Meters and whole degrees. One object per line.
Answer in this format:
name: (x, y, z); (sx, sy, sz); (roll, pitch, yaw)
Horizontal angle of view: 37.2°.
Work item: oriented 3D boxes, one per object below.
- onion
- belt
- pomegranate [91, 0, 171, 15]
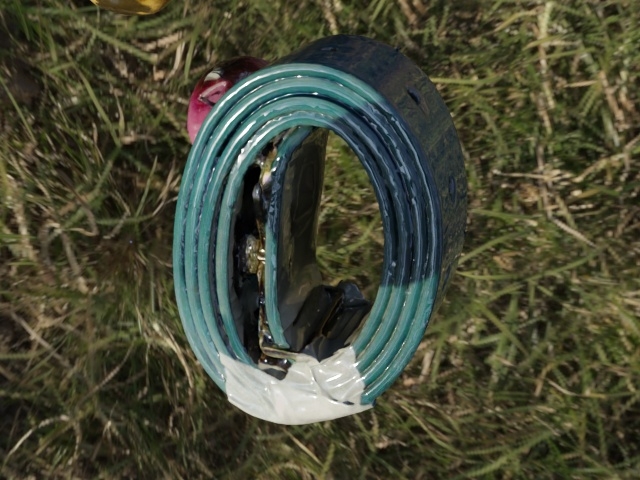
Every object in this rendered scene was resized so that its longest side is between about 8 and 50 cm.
onion: (-0.130, -0.211, 1.571); (0.207, 0.200, 0.200); (-38, 97, -20)
belt: (0.000, -0.001, 1.059); (0.300, 0.173, 0.436); (18, 121, 16)
pomegranate: (-0.329, -0.464, 1.573); (0.196, 0.196, 0.196); (0, 90, -11)
